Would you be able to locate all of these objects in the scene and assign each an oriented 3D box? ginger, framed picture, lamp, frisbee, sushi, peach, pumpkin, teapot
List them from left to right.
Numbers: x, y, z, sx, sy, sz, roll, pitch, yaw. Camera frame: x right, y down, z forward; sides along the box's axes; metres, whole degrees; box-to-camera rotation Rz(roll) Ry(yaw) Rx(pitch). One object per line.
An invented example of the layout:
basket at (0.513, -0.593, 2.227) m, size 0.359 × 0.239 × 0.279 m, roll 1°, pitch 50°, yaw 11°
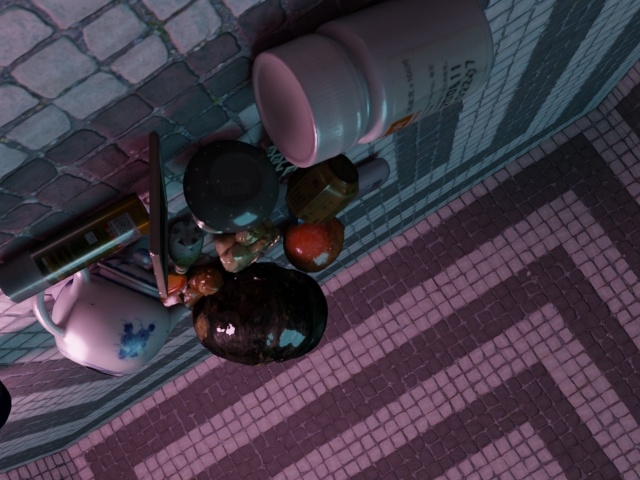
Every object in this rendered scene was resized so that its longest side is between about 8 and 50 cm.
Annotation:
teapot at (-0.453, 0.146, 1.309) m, size 0.424 × 0.253 × 0.279 m, roll 36°, pitch 74°, yaw -54°
frisbee at (-0.467, 0.122, 1.620) m, size 0.192 × 0.035 × 0.192 m, roll -19°, pitch 163°, yaw -6°
framed picture at (-0.292, -0.029, 1.059) m, size 0.020 × 0.211 × 0.289 m, roll -1°, pitch 160°, yaw -13°
ginger at (-0.410, 0.160, 1.764) m, size 0.309 × 0.107 × 0.133 m, roll -31°, pitch -160°, yaw 27°
teapot at (-0.191, -0.089, 1.180) m, size 0.184 × 0.183 × 0.251 m, roll -28°, pitch 178°, yaw -22°
pumpkin at (-0.197, 0.240, 1.924) m, size 0.455 × 0.343 × 0.454 m, roll 7°, pitch 175°, yaw 1°
sushi at (-0.049, -0.226, 1.261) m, size 0.193 × 0.043 × 0.279 m, roll -28°, pitch 168°, yaw -22°
peach at (-0.021, -0.013, 1.942) m, size 0.233 × 0.232 × 0.232 m, roll -31°, pitch 169°, yaw -7°
lamp at (0.004, -0.137, 1.520) m, size 0.185 × 0.161 × 0.161 m, roll -41°, pitch 166°, yaw 37°

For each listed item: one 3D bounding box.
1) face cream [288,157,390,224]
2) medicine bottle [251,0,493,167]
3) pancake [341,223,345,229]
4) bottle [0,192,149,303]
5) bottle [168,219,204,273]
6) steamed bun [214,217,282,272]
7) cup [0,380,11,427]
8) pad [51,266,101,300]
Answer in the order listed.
face cream at (0.056, -0.145, 1.803) m, size 0.337 × 0.080 × 0.163 m, roll -28°, pitch 169°, yaw -19°
medicine bottle at (0.090, -0.280, 0.983) m, size 0.372 × 0.211 × 0.211 m, roll -28°, pitch 168°, yaw -22°
pancake at (-0.001, -0.001, 2.371) m, size 0.223 × 0.042 × 0.236 m, roll -26°, pitch 165°, yaw -9°
bottle at (-0.453, 0.014, 1.088) m, size 0.286 × 0.082 × 0.082 m, roll -31°, pitch 169°, yaw -11°
bottle at (-0.339, 0.028, 1.463) m, size 0.083 × 0.083 × 0.269 m, roll -28°, pitch 169°, yaw -22°
steamed bun at (-0.217, 0.004, 1.652) m, size 0.177 × 0.106 × 0.192 m, roll -41°, pitch 175°, yaw 19°
cup at (-0.884, 0.374, 1.396) m, size 0.256 × 0.255 × 0.178 m, roll -47°, pitch -160°, yaw 59°
pad at (-0.563, 0.129, 1.430) m, size 0.157 × 0.004 × 0.232 m, roll -27°, pitch 162°, yaw -24°
